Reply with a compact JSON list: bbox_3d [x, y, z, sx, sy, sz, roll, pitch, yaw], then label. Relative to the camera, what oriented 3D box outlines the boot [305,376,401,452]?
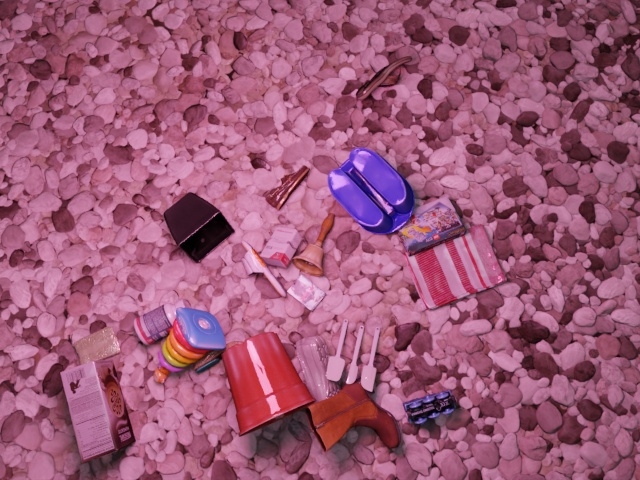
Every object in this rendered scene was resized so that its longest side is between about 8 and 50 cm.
[{"bbox_3d":[0.113,0.605,1.587,0.281,0.096,0.264,-15,73,-46],"label":"boot"}]

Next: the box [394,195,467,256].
[{"bbox_3d":[0.405,-0.054,1.835,0.233,0.044,0.159,-21,67,-5],"label":"box"}]

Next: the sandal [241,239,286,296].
[{"bbox_3d":[-0.226,0.113,1.771,0.076,0.102,0.265,-37,81,-3],"label":"sandal"}]

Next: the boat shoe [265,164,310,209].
[{"bbox_3d":[-0.125,-0.213,1.861,0.073,0.073,0.207,38,79,5],"label":"boat shoe"}]

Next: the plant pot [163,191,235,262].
[{"bbox_3d":[-0.454,-0.062,1.774,0.188,0.187,0.167,-40,69,-9],"label":"plant pot"}]

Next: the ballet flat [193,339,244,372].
[{"bbox_3d":[-0.359,0.391,1.724,0.206,0.073,0.067,-25,64,-10],"label":"ballet flat"}]

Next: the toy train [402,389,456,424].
[{"bbox_3d":[0.373,0.569,1.676,0.184,0.105,0.080,-18,81,-4],"label":"toy train"}]

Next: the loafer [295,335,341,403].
[{"bbox_3d":[-0.007,0.491,1.698,0.112,0.112,0.319,-19,81,33],"label":"loafer"}]

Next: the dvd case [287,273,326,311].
[{"bbox_3d":[-0.051,0.193,1.801,0.119,0.013,0.087,39,79,7],"label":"dvd case"}]

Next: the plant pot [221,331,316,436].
[{"bbox_3d":[-0.189,0.464,1.624,0.273,0.272,0.264,-23,70,-6],"label":"plant pot"}]

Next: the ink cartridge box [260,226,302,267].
[{"bbox_3d":[-0.142,0.024,1.781,0.099,0.056,0.135,10,59,34],"label":"ink cartridge box"}]

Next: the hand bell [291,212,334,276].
[{"bbox_3d":[0.000,0.000,1.815,0.126,0.126,0.241,24,65,4],"label":"hand bell"}]

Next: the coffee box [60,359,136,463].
[{"bbox_3d":[-0.737,0.559,1.626,0.119,0.168,0.296,-20,79,-5],"label":"coffee box"}]

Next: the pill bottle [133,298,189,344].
[{"bbox_3d":[-0.551,0.282,1.722,0.180,0.108,0.107,-27,79,-6],"label":"pill bottle"}]

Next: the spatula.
[{"bbox_3d":[0.122,0.392,1.712,0.168,0.019,0.241,14,55,3],"label":"spatula"}]

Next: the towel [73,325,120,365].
[{"bbox_3d":[-0.795,0.378,1.738,0.148,0.027,0.110,-24,78,-6],"label":"towel"}]

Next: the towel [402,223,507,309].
[{"bbox_3d":[0.501,0.098,1.821,0.329,0.037,0.236,-20,77,-5],"label":"towel"}]

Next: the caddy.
[{"bbox_3d":[0.188,-0.182,1.808,0.241,0.179,0.341,-44,73,9],"label":"caddy"}]

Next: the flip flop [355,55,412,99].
[{"bbox_3d":[0.260,-0.642,1.958,0.277,0.112,0.080,-44,107,-12],"label":"flip flop"}]

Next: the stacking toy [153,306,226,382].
[{"bbox_3d":[-0.486,0.382,1.673,0.302,0.166,0.175,-47,54,17],"label":"stacking toy"}]
